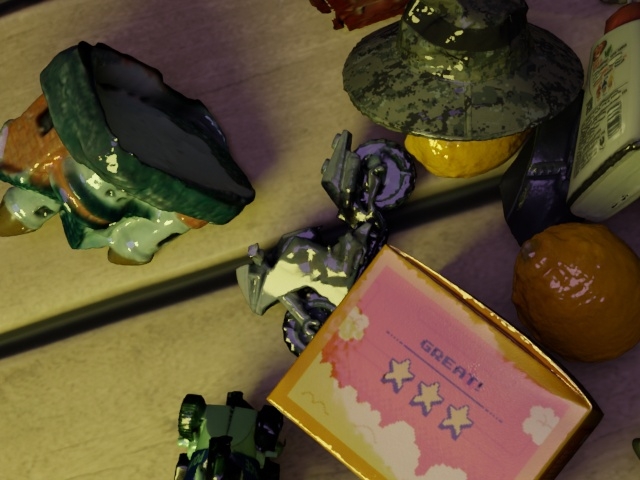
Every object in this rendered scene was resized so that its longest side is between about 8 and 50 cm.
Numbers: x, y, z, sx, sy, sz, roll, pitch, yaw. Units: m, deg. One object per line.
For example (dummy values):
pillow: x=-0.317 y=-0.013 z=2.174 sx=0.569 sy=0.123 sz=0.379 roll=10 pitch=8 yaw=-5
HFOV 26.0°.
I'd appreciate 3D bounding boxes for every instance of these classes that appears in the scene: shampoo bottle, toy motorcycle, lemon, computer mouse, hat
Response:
shampoo bottle: x=0.328 y=-0.174 z=1.484 sx=0.071 sy=0.153 sz=0.284 roll=20 pitch=57 yaw=-14
toy motorcycle: x=0.000 y=0.000 z=1.586 sx=0.159 sy=0.106 sz=0.271 roll=21 pitch=91 yaw=10
toy motorcycle: x=-0.105 y=0.271 z=1.457 sx=0.125 sy=0.331 sz=0.196 roll=8 pitch=95 yaw=-1
lemon: x=0.169 y=-0.130 z=1.557 sx=0.155 sy=0.114 sz=0.114 roll=-21 pitch=78 yaw=-1
lemon: x=0.276 y=0.052 z=1.481 sx=0.142 sy=0.187 sz=0.142 roll=-32 pitch=37 yaw=28
computer mouse: x=0.267 y=-0.076 z=1.532 sx=0.105 sy=0.062 sz=0.192 roll=26 pitch=85 yaw=-17
hat: x=0.156 y=-0.224 z=1.489 sx=0.265 sy=0.128 sz=0.266 roll=0 pitch=45 yaw=0

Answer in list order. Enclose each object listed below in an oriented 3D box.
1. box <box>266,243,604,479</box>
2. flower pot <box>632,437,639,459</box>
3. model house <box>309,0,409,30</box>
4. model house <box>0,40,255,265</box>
box: x=0.134 y=0.168 z=1.434 sx=0.259 sy=0.283 sz=0.214 roll=40 pitch=92 yaw=15
flower pot: x=0.434 y=0.331 z=1.404 sx=0.254 sy=0.164 sz=0.368 roll=7 pitch=83 yaw=9
model house: x=0.103 y=-0.371 z=1.586 sx=0.253 sy=0.160 sz=0.196 roll=-12 pitch=79 yaw=9
model house: x=-0.265 y=-0.061 z=1.604 sx=0.291 sy=0.253 sz=0.184 roll=-33 pitch=62 yaw=24
